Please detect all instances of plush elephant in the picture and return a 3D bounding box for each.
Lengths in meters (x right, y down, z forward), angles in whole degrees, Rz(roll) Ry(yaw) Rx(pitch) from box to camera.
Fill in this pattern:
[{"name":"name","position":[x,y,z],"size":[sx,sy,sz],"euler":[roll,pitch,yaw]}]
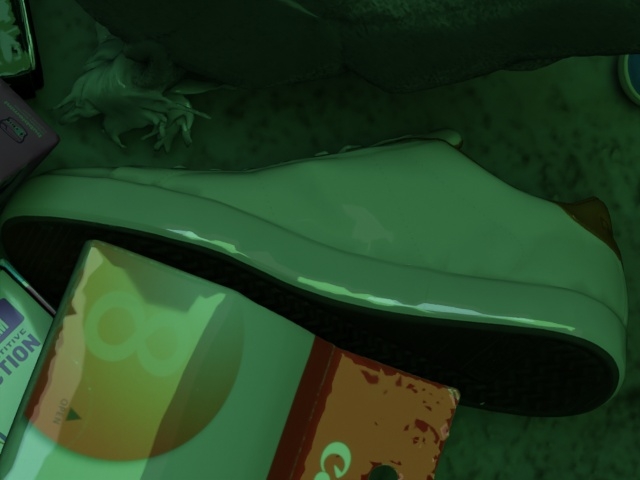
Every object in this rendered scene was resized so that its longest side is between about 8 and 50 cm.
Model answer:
[{"name":"plush elephant","position":[0.006,-0.197,0.610],"size":[0.272,0.330,0.255],"euler":[28,62,-20]}]

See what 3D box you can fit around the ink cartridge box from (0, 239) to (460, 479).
[{"name":"ink cartridge box","position":[-0.040,0.098,0.604],"size":[0.179,0.045,0.145],"euler":[20,77,-4]}]

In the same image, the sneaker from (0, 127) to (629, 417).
[{"name":"sneaker","position":[0.000,0.000,0.686],"size":[0.290,0.106,0.123],"euler":[12,52,-1]}]

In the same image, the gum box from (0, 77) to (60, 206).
[{"name":"gum box","position":[-0.204,0.012,0.595],"size":[0.062,0.107,0.188],"euler":[45,114,-6]}]

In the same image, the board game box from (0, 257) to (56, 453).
[{"name":"board game box","position":[-0.111,0.203,0.627],"size":[0.316,0.064,0.242],"euler":[45,75,0]}]

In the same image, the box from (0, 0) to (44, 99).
[{"name":"box","position":[-0.278,-0.203,0.640],"size":[0.257,0.079,0.322],"euler":[-11,91,-8]}]

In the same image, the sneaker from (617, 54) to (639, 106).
[{"name":"sneaker","position":[0.223,-0.114,0.714],"size":[0.152,0.084,0.058],"euler":[-25,93,-9]}]
